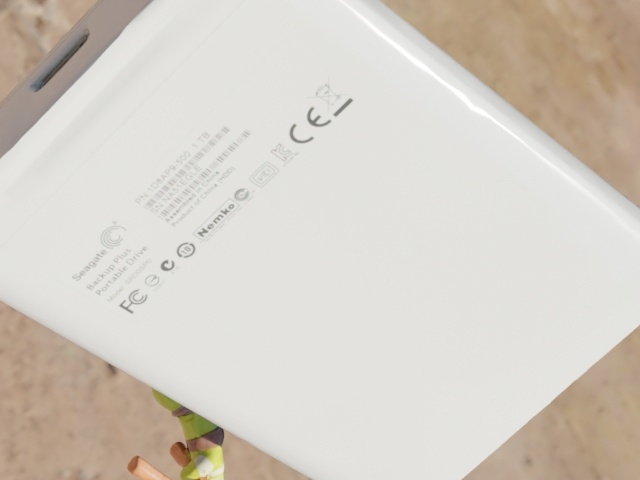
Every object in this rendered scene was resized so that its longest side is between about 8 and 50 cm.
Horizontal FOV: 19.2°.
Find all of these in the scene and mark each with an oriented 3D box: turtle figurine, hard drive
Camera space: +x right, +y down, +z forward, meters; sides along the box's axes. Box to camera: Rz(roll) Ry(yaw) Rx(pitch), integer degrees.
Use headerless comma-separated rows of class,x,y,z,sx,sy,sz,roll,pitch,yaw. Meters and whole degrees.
turtle figurine,-0.114,0.030,1.155,0.269,0.087,0.217,57,4,-6
hard drive,0.000,0.000,0.975,0.353,0.233,0.047,34,21,-34
